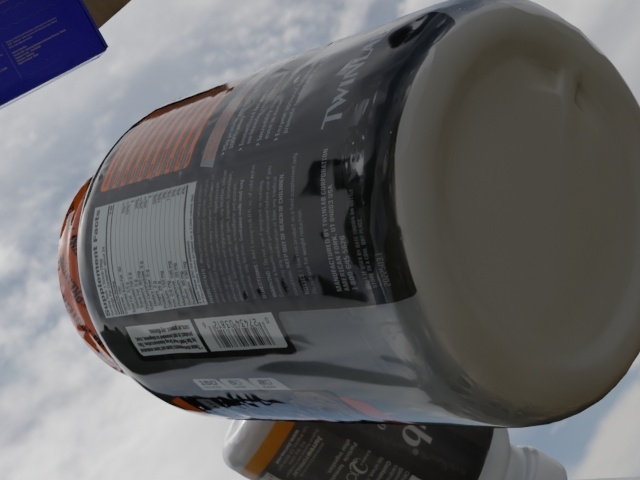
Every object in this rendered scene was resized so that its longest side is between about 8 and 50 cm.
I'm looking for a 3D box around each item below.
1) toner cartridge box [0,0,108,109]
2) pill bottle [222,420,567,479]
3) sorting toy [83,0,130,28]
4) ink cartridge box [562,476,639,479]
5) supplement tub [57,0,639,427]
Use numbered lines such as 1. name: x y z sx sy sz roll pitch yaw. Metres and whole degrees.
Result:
1. toner cartridge box: -0.431 -0.202 1.253 0.348 0.165 0.075 -31 9 -14
2. pill bottle: 0.066 0.190 0.998 0.162 0.279 0.162 -60 5 9
3. sorting toy: -0.410 -0.446 1.723 0.255 0.089 0.257 -38 -64 10
4. ink cartridge box: 0.306 0.245 0.805 0.273 0.198 0.114 1 -88 -17
5. supplement tub: 0.000 0.000 0.638 0.207 0.338 0.207 6 -99 -38
